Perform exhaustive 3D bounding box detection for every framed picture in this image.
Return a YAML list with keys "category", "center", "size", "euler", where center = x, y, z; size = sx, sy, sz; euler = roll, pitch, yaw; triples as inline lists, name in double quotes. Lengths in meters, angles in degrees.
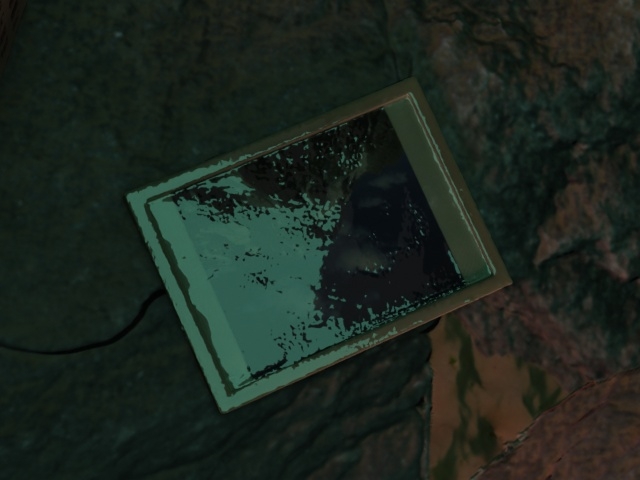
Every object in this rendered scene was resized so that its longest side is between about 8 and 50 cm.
- category: "framed picture"
  center: [0.000, 0.000, 1.128]
  size: [0.281, 0.019, 0.209]
  euler: [-25, 84, -13]

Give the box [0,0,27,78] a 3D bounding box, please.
- category: "box"
  center: [-0.315, -0.083, 0.993]
  size: [0.095, 0.210, 0.330]
  euler: [15, 77, -6]
